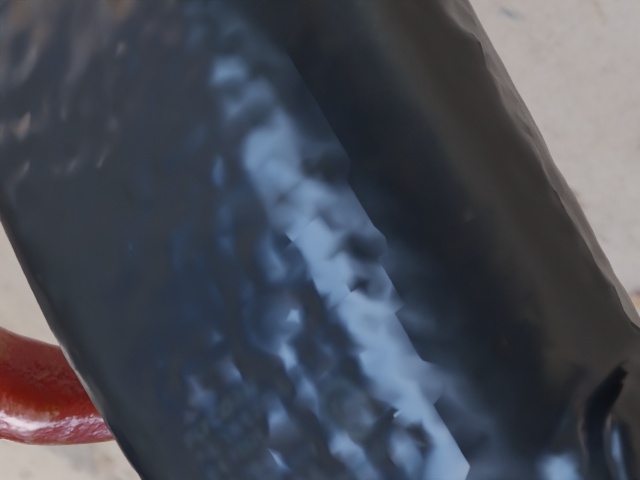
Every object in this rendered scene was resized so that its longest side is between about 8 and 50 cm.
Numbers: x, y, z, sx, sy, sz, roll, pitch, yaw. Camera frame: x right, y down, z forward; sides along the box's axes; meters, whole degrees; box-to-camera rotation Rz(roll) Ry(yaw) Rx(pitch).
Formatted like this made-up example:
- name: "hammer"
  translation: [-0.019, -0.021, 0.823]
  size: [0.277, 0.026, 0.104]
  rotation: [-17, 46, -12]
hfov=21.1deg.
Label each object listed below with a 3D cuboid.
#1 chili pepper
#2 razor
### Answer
- name: "chili pepper"
  translation: [-0.159, 0.077, 0.941]
  size: [0.272, 0.071, 0.063]
  rotation: [13, -143, -34]
- name: "razor"
  translation: [-0.002, 0.002, 0.510]
  size: [0.189, 0.107, 0.327]
  rotation: [-45, 68, 38]
